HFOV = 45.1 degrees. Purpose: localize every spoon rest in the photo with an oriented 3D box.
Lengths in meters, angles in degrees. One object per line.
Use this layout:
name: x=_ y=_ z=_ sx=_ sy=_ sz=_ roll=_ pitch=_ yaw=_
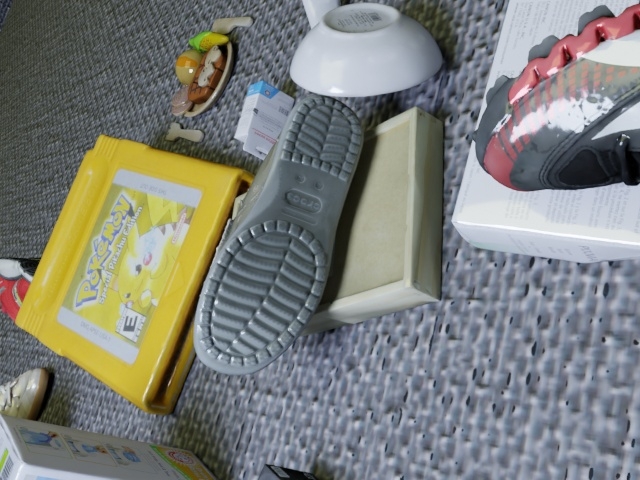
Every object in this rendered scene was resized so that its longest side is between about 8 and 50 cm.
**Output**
spoon rest: x=0.027 y=-0.202 z=0.748 sx=0.276 sy=0.137 sz=0.084 roll=-108 pitch=8 yaw=-50

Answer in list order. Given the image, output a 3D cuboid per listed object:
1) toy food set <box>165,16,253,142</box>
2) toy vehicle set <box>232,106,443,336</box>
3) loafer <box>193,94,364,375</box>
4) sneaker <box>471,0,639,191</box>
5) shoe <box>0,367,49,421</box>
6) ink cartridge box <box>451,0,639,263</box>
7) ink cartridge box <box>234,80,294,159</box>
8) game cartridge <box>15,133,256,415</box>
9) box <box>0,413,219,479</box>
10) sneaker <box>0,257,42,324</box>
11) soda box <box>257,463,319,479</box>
toy food set: x=-0.168 y=-0.230 z=1.065 sx=0.132 sy=0.038 sz=0.192 roll=17 pitch=84 yaw=55
toy vehicle set: x=0.000 y=0.000 z=0.714 sx=0.267 sy=0.035 sz=0.166 roll=-21 pitch=55 yaw=45
loafer: x=-0.034 y=-0.002 z=0.667 sx=0.251 sy=0.094 sz=0.087 roll=-65 pitch=9 yaw=-14
sneaker: x=0.211 y=-0.066 z=0.391 sx=0.276 sy=0.097 sz=0.135 roll=-17 pitch=60 yaw=26
shoe: x=-0.478 y=0.265 z=1.160 sx=0.219 sy=0.058 sz=0.077 roll=-47 pitch=39 yaw=24
ink cartridge box: x=0.210 y=-0.073 z=0.491 sx=0.224 sy=0.056 sz=0.181 roll=9 pitch=77 yaw=35
ink cartridge box: x=-0.065 y=-0.129 z=0.863 sx=0.028 sy=0.048 sz=0.083 roll=-3 pitch=67 yaw=52
game cartridge: x=-0.238 y=0.022 z=0.944 sx=0.323 sy=0.052 sz=0.285 roll=17 pitch=84 yaw=41
box: x=-0.198 y=0.242 z=0.685 sx=0.103 sy=0.203 sz=0.114 roll=21 pitch=89 yaw=56
sneaker: x=-0.425 y=0.088 z=1.188 sx=0.279 sy=0.107 sz=0.118 roll=3 pitch=92 yaw=54
soda box: x=0.007 y=0.229 z=0.556 sx=0.169 sy=0.053 sz=0.060 roll=23 pitch=88 yaw=55
